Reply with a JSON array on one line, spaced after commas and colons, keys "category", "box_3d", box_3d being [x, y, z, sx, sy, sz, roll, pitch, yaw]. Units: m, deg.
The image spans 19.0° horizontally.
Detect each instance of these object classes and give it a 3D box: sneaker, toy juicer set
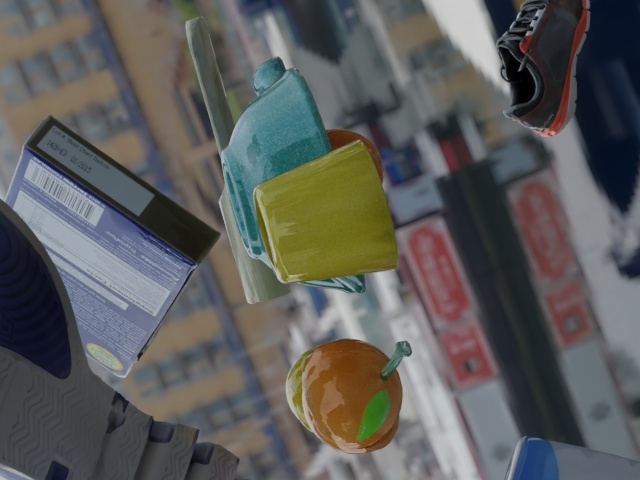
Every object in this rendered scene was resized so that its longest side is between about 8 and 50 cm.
[{"category": "sneaker", "box_3d": [0.178, -0.167, 1.570, 0.061, 0.064, 0.158, -16, 67, 55]}, {"category": "sneaker", "box_3d": [-0.184, 0.113, 1.001, 0.315, 0.182, 0.127, 51, -141, -29]}, {"category": "toy juicer set", "box_3d": [0.000, 0.000, 1.115, 0.329, 0.089, 0.209, -121, 16, -64]}]

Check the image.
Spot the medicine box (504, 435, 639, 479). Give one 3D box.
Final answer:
[{"category": "medicine box", "box_3d": [0.121, 0.297, 0.949, 0.263, 0.149, 0.289, -64, -15, -55]}]

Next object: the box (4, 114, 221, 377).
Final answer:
[{"category": "box", "box_3d": [-0.159, 0.011, 1.314, 0.136, 0.036, 0.225, 35, 149, -2]}]
